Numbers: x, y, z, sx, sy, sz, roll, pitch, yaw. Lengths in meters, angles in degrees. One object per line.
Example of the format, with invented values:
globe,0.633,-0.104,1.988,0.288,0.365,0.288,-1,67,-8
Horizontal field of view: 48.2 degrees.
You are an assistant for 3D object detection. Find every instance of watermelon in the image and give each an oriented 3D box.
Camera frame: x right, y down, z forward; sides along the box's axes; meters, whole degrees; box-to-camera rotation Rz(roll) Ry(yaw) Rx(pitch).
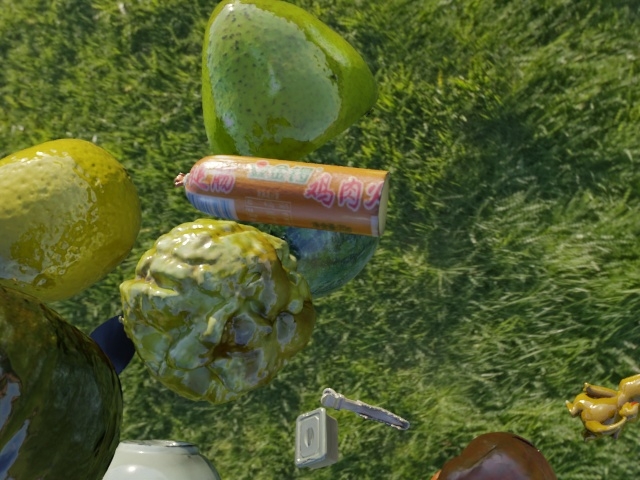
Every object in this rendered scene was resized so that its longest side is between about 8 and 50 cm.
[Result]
watermelon,0.000,0.000,1.244,0.256,0.260,0.176,-60,23,30

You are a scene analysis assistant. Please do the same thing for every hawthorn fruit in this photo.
hawthorn fruit,0.351,0.533,1.352,0.276,0.276,0.307,-43,71,18

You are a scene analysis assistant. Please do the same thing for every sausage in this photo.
sausage,-0.046,-0.051,0.755,0.234,0.071,0.071,7,89,13

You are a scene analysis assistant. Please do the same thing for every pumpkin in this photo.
pumpkin,-0.240,0.105,0.443,0.238,0.238,0.159,8,66,27

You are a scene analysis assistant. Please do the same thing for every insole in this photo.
insole,-0.402,0.239,1.266,0.086,0.005,0.253,32,90,-16

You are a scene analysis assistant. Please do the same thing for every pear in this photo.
pear,-0.077,-0.311,1.317,0.342,0.238,0.318,-38,102,-22

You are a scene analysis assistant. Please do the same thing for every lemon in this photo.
lemon,-0.518,-0.041,1.399,0.336,0.336,0.336,-2,85,27

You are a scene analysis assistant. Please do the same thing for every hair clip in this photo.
hair clip,0.105,0.408,1.726,0.226,0.072,0.034,19,94,-6

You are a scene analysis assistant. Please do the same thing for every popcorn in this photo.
popcorn,-0.156,0.097,1.062,0.247,0.282,0.282,0,86,44

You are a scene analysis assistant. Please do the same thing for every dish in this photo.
dish,-0.208,0.312,0.962,0.246,0.224,0.078,-1,76,21

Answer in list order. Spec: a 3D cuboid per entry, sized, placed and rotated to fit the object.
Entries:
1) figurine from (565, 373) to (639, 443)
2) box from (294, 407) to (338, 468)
figurine,0.550,0.302,1.303,0.176,0.122,0.121,-31,91,-5
box,-0.006,0.445,1.594,0.089,0.062,0.122,-28,45,31
